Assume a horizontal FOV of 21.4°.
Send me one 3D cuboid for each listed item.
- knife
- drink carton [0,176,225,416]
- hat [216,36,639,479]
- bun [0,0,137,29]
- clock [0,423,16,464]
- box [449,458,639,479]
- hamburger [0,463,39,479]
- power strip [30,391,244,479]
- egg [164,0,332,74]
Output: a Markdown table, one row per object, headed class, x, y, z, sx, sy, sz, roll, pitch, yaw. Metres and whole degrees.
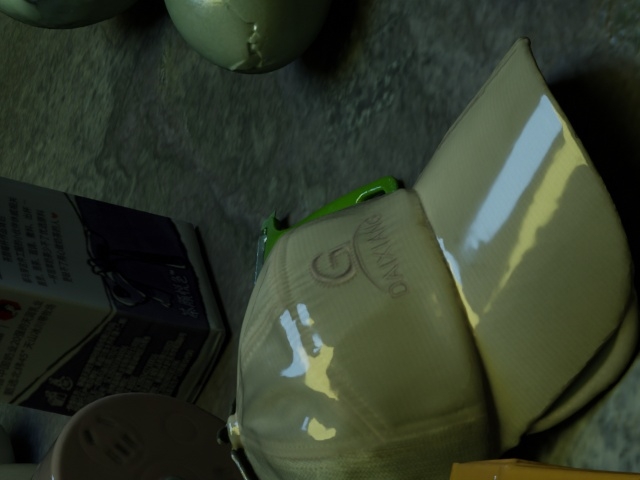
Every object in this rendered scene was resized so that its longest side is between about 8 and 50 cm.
| class | x | y | z | sx | sy | sz | roll | pitch | yaw |
| --- | --- | --- | --- | --- | --- | --- | --- | --- | --- |
| knife | -0.002 | 0.000 | 1.026 | 0.166 | 0.022 | 0.078 | -30 | 56 | 56 |
| drink carton | -0.191 | 0.036 | 1.143 | 0.102 | 0.222 | 0.134 | -59 | 31 | 29 |
| hat | 0.040 | 0.020 | 0.810 | 0.219 | 0.164 | 0.226 | -109 | 21 | -46 |
| bun | -0.191 | -0.312 | 1.401 | 0.283 | 0.179 | 0.283 | 14 | 108 | 53 |
| clock | -0.420 | 0.287 | 1.424 | 0.342 | 0.184 | 0.326 | -3 | 66 | 25 |
| box | 0.136 | 0.173 | 0.610 | 0.274 | 0.076 | 0.174 | -9 | 67 | 61 |
| hamburger | -0.193 | 0.279 | 1.088 | 0.302 | 0.170 | 0.302 | -28 | 56 | 52 |
| power strip | -0.097 | 0.166 | 0.982 | 0.078 | 0.154 | 0.154 | -57 | 32 | 37 |
| egg | -0.047 | -0.172 | 1.095 | 0.114 | 0.114 | 0.152 | -47 | 38 | 43 |
